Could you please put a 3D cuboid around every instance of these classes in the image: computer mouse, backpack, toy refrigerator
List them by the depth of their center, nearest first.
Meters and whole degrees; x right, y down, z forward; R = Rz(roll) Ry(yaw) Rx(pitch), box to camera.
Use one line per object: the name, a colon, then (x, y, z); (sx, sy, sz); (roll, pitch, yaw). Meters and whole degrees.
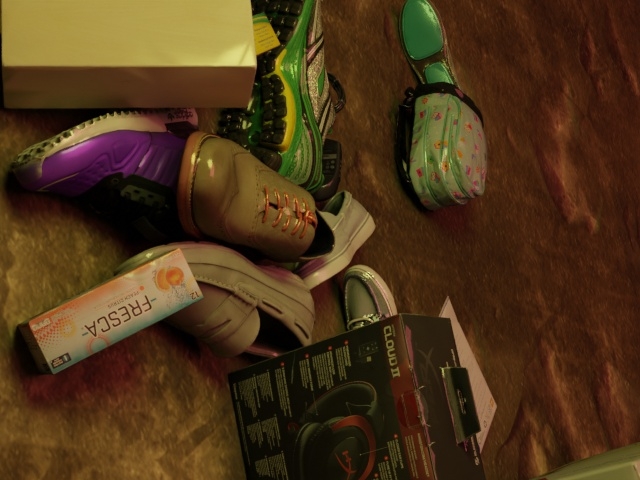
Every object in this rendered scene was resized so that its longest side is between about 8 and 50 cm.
toy refrigerator: (-0.211, -0.206, 1.662); (0.269, 0.094, 0.102); (-2, 62, -11)
computer mouse: (0.000, -0.141, 2.088); (0.041, 0.071, 0.242); (81, 12, -48)
backpack: (0.188, -0.136, 2.285); (0.152, 0.115, 0.182); (41, 45, -38)

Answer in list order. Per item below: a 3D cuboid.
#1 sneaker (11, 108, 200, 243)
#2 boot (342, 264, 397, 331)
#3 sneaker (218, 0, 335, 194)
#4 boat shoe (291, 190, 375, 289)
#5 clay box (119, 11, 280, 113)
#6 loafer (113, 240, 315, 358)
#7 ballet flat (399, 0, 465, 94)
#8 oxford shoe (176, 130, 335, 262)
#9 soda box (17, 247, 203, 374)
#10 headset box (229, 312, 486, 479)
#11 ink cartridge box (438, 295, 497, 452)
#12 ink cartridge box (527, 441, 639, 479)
sneaker: (-0.213, -0.064, 1.705); (0.293, 0.102, 0.146); (-18, 89, -55)
boot: (0.063, 0.129, 2.006); (0.086, 0.069, 0.190); (-22, 92, -59)
sneaker: (-0.050, -0.213, 2.010); (0.146, 0.134, 0.344); (33, 56, -50)
boat shoe: (0.001, -0.001, 1.996); (0.081, 0.079, 0.227); (54, 30, -8)
clay box: (-0.159, -0.210, 1.835); (0.222, 0.127, 0.053); (-33, 99, -56)
loafer: (-0.110, 0.078, 1.761); (0.319, 0.112, 0.111); (16, 52, -50)
ballet flat: (0.177, -0.283, 2.406); (0.068, 0.072, 0.213); (7, 64, -82)
oxford shoe: (-0.069, -0.047, 1.756); (0.348, 0.130, 0.123); (30, 69, -73)
soda box: (-0.218, 0.074, 1.583); (0.183, 0.058, 0.063); (-27, 95, -22)
headset box: (0.052, 0.219, 1.745); (0.110, 0.293, 0.218); (8, 65, -52)
ink cartridge box: (0.170, 0.220, 2.098); (0.208, 0.045, 0.206); (65, 33, -27)
ink cartridge box: (0.430, 0.389, 2.189); (0.384, 0.279, 0.160); (-5, 76, -55)
